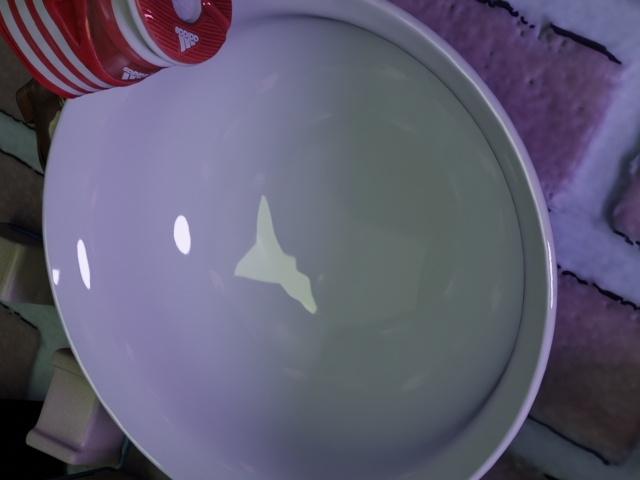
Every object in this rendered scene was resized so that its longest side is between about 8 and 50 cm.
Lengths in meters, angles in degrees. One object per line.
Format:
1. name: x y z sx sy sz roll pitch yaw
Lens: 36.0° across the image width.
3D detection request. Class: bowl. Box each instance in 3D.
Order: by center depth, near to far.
1. bowl: 0.000 0.000 0.552 0.298 0.134 0.298 8 107 26

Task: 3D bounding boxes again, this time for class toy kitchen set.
1. toy kitchen set: -0.201 0.108 0.721 0.166 0.122 0.207 19 91 23

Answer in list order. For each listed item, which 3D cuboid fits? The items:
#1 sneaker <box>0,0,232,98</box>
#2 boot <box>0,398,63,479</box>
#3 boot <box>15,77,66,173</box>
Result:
1. sneaker: -0.114 -0.173 0.475 0.128 0.087 0.221 -14 67 33
2. boot: -0.403 0.304 0.856 0.445 0.146 0.367 -3 103 24
3. boot: -0.146 -0.089 0.667 0.114 0.037 0.106 -30 90 26
